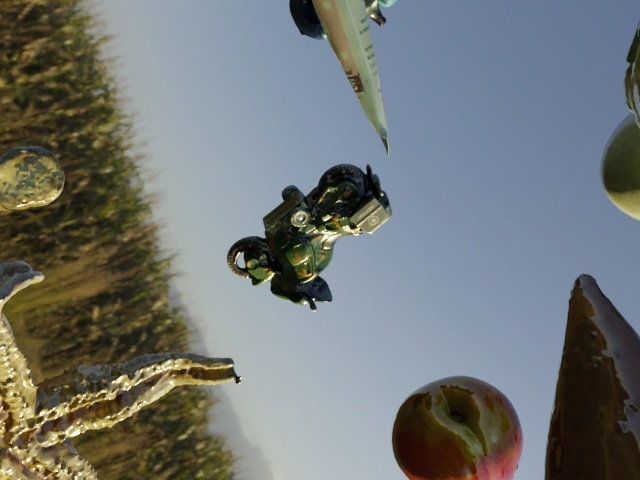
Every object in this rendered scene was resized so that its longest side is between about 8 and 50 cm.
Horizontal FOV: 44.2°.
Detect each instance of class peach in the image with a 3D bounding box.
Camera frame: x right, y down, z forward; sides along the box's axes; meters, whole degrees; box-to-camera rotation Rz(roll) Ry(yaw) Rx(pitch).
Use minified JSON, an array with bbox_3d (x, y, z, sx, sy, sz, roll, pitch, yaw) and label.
[{"bbox_3d":[0.199,0.294,1.148,0.190,0.190,0.192,59,-8,39],"label":"peach"}]

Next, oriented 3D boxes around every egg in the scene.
[{"bbox_3d":[0.687,-0.160,1.432,0.258,0.352,0.258,-22,90,-89],"label":"egg"}]

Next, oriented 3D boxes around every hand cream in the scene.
[{"bbox_3d":[0.020,-0.249,0.798,0.085,0.058,0.331,-109,176,-66],"label":"hand cream"}]

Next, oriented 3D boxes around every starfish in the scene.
[{"bbox_3d":[-0.280,0.194,0.888,0.432,0.324,0.082,40,9,-44],"label":"starfish"}]

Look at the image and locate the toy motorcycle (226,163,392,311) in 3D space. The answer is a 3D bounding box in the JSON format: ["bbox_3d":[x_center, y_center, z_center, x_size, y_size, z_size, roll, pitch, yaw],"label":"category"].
[{"bbox_3d":[0.000,0.000,1.246,0.187,0.274,0.125,44,15,-31],"label":"toy motorcycle"}]

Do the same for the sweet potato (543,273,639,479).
[{"bbox_3d":[0.184,0.203,0.482,0.106,0.095,0.355,-43,124,-72],"label":"sweet potato"}]

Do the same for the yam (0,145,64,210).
[{"bbox_3d":[-0.385,-0.074,0.954,0.356,0.081,0.081,9,-62,59],"label":"yam"}]

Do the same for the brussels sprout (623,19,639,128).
[{"bbox_3d":[0.578,-0.257,1.050,0.247,0.328,0.328,-98,180,-53],"label":"brussels sprout"}]

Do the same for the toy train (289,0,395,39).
[{"bbox_3d":[0.014,-0.458,1.138,0.300,0.265,0.188,39,-16,4],"label":"toy train"}]
